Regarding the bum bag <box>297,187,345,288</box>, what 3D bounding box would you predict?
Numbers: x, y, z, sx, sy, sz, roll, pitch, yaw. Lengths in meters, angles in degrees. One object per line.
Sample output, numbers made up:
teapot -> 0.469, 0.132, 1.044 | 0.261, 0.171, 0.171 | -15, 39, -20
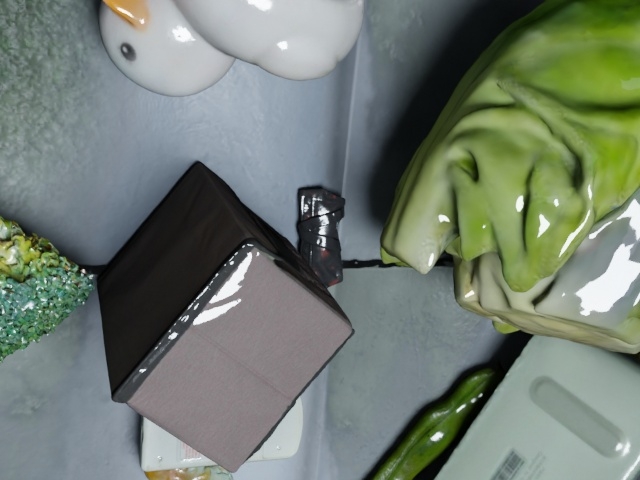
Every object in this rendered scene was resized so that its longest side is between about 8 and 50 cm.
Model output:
bum bag -> 0.000, 0.000, 0.923 | 0.058, 0.034, 0.124 | -2, 110, -5

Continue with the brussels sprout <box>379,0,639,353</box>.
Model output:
brussels sprout -> 0.297, -0.073, 0.846 | 0.425, 0.342, 0.360 | 22, 79, -29

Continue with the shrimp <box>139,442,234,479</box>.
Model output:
shrimp -> -0.131, 0.236, 0.962 | 0.161, 0.049, 0.166 | 40, 85, -25

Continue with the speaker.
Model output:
speaker -> 0.272, 0.304, 1.016 | 0.406, 0.184, 0.183 | -58, 151, 9

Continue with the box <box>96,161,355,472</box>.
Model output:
box -> -0.103, 0.063, 0.787 | 0.153, 0.252, 0.188 | 40, 91, -28

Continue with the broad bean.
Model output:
broad bean -> 0.137, 0.280, 1.066 | 0.318, 0.056, 0.098 | -53, 146, 11

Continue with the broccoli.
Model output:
broccoli -> -0.338, 0.027, 0.756 | 0.194, 0.220, 0.194 | 3, 97, 21

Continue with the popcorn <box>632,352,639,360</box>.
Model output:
popcorn -> 0.527, 0.225, 1.094 | 0.181, 0.216, 0.235 | 29, 108, -30

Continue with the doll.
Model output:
doll -> -0.088, -0.217, 0.746 | 0.251, 0.221, 0.221 | -4, 113, -48

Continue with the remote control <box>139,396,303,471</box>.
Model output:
remote control -> -0.111, 0.215, 0.925 | 0.190, 0.029, 0.087 | 0, 99, -22
